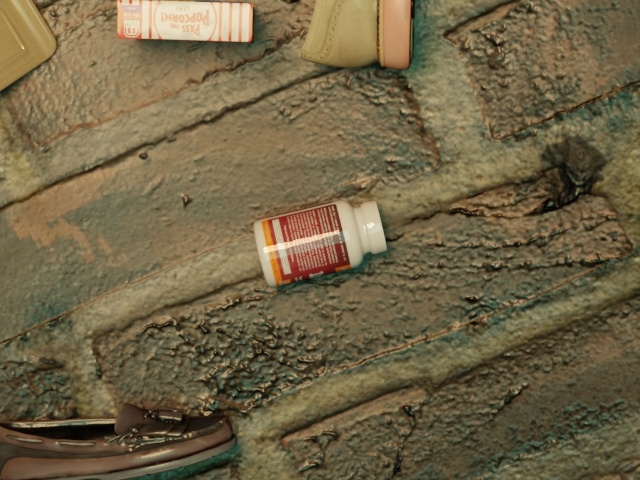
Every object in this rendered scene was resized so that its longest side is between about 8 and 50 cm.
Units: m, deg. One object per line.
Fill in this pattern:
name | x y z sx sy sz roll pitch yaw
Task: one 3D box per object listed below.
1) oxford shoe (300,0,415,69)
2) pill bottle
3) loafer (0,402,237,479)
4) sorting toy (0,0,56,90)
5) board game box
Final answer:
oxford shoe | 0.028 -0.388 1.526 0.146 0.140 0.397 -2 96 6
pill bottle | 0.000 0.000 1.651 0.152 0.086 0.086 -14 98 0
loafer | -0.257 0.243 1.669 0.302 0.109 0.095 -12 94 3
sorting toy | -0.465 -0.290 1.551 0.229 0.041 0.307 -41 110 -32
board game box | -0.148 -0.250 1.556 0.146 0.193 0.045 2 98 -2
